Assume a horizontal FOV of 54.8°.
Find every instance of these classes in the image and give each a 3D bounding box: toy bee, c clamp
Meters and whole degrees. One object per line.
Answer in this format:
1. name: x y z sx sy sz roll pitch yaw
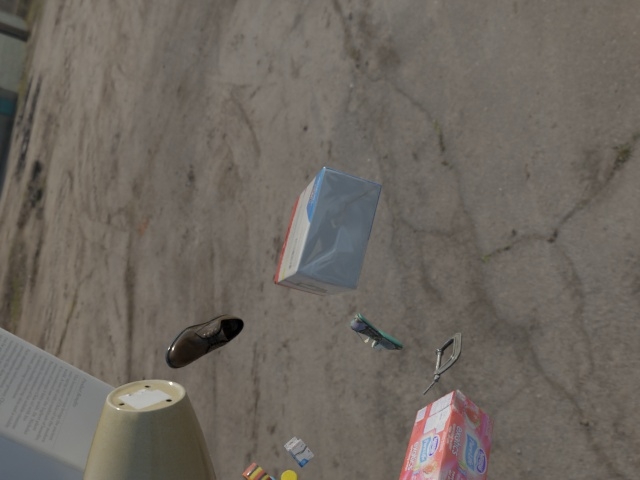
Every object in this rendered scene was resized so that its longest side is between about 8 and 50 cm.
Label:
1. toy bee: -0.134 0.845 2.010 0.162 0.298 0.195 20 73 41
2. c clamp: 0.315 0.305 1.587 0.137 0.022 0.160 -51 2 32

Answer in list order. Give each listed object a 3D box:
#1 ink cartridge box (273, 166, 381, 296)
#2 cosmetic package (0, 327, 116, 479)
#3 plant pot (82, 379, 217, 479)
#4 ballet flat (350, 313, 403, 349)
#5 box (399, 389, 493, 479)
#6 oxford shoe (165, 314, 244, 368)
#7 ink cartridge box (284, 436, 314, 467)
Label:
1. ink cartridge box: 0.000 0.000 0.826 0.231 0.078 0.134 147 138 -77
2. cosmetic package: -0.621 0.320 1.185 0.161 0.453 0.230 -45 24 21
3. plant pot: -0.287 0.387 1.036 0.256 0.257 0.274 20 111 60
4. ballet flat: 0.099 0.176 1.128 0.041 0.114 0.041 -46 20 22
5. box: 0.308 0.536 1.503 0.154 0.142 0.300 -44 9 36
6. oxford shoe: -0.285 0.243 1.537 0.096 0.227 0.082 -12 106 47
7. ink cartridge box: -0.065 0.643 1.884 0.083 0.048 0.028 47 147 13
